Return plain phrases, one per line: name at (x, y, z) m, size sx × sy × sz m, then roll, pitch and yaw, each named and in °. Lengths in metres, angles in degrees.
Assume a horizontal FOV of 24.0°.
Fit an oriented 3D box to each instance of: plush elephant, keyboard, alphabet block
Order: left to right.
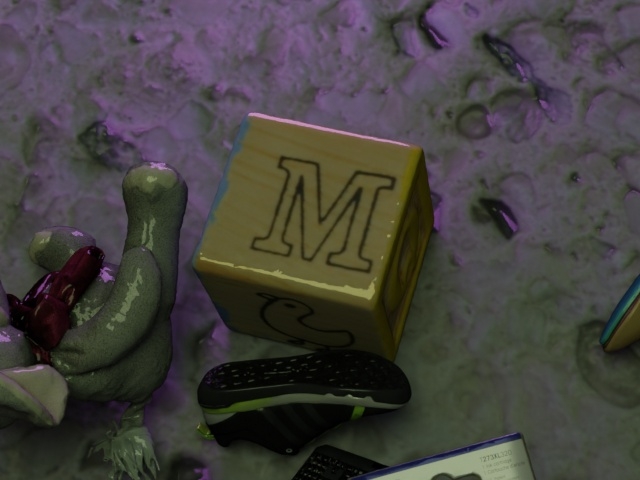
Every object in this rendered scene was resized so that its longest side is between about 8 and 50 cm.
plush elephant at (-0.298, 0.095, 1.554) m, size 0.255 × 0.272 × 0.330 m, roll 3°, pitch 77°, yaw -39°
alphabet block at (0.000, 0.000, 1.608) m, size 0.197 × 0.192 × 0.193 m, roll 12°, pitch 70°, yaw 15°
keyboard at (0.027, 0.258, 1.513) m, size 0.192 × 0.038 × 0.100 m, roll 10°, pitch 60°, yaw 51°

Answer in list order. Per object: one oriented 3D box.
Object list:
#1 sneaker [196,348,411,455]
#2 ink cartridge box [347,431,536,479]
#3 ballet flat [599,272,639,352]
sneaker at (-0.017, 0.177, 1.591) m, size 0.235 × 0.097 × 0.084 m, roll -2°, pitch 26°, yaw 13°
ink cartridge box at (0.154, 0.377, 1.377) m, size 0.176 × 0.069 × 0.371 m, roll -16°, pitch 70°, yaw 2°
ballet flat at (0.377, 0.032, 1.601) m, size 0.073 × 0.080 × 0.232 m, roll 30°, pitch 74°, yaw 4°
